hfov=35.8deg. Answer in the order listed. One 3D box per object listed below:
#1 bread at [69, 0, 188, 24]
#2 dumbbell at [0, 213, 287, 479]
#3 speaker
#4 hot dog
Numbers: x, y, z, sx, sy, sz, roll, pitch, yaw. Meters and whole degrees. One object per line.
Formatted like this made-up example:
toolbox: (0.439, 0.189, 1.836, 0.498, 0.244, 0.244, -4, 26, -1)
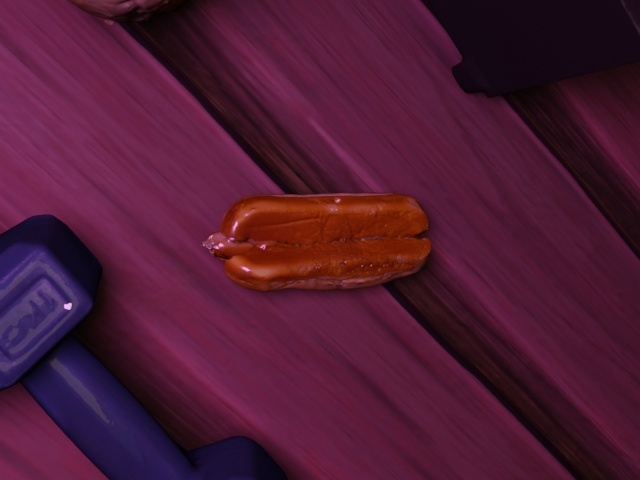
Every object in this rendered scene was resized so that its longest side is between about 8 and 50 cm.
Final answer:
bread: (-0.134, -0.276, 0.772, 0.171, 0.192, 0.314, 34, 39, -4)
dumbbell: (-0.164, 0.140, 0.764, 0.144, 0.160, 0.325, -37, 108, 7)
speaker: (0.214, -0.283, 0.927, 0.184, 0.254, 0.232, -43, 107, -23)
hot dog: (0.000, 0.000, 0.906, 0.236, 0.062, 0.092, 1, 88, -31)
